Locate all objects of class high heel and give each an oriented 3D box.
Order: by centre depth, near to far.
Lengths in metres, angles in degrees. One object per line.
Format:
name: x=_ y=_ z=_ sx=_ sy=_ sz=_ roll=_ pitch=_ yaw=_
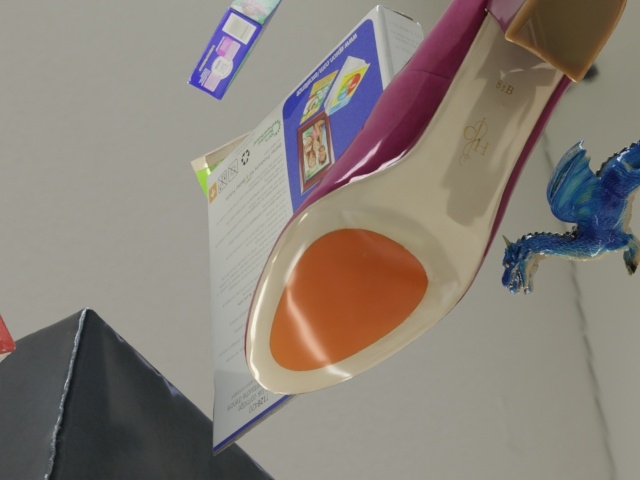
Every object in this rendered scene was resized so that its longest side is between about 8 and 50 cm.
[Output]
high heel: x=0.077 y=-0.058 z=0.984 sx=0.127 sy=0.377 sz=0.181 roll=39 pitch=-166 yaw=-11

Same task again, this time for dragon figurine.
dragon figurine: x=0.293 y=-0.055 z=1.506 sx=0.085 sy=0.144 sz=0.289 roll=-55 pitch=-13 yaw=-76

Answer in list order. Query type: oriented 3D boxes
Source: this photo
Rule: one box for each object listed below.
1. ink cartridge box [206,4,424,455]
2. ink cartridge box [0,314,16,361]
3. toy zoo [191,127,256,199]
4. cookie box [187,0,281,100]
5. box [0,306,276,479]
ink cartridge box: x=0.000 y=0.000 z=1.242 sx=0.072 sy=0.303 sz=0.307 roll=15 pitch=-127 yaw=-32
ink cartridge box: x=-0.245 y=0.023 z=0.768 sx=0.099 sy=0.056 sz=0.135 roll=-11 pitch=-113 yaw=-53
toy zoo: x=-0.026 y=0.000 z=1.711 sx=0.192 sy=0.030 sz=0.293 roll=-33 pitch=-78 yaw=-43
cookie box: x=-0.083 y=-0.199 z=1.378 sx=0.040 sy=0.092 sz=0.107 roll=31 pitch=-153 yaw=-6
box: x=-0.288 y=0.384 z=1.421 sx=0.480 sy=0.472 sz=0.297 roll=49 pitch=-151 yaw=-35
